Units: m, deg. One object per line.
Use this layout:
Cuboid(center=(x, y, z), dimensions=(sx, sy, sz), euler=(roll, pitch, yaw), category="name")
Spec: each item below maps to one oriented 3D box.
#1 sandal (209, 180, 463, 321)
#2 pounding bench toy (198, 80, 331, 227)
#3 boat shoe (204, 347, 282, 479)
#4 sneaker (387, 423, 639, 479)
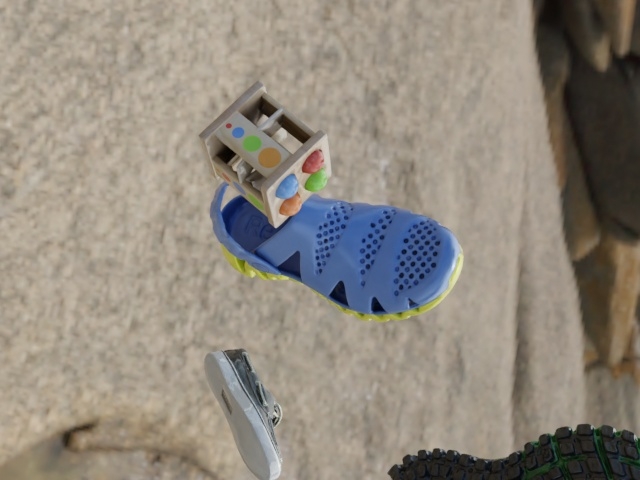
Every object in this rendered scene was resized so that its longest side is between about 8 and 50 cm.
Cuboid(center=(0.000, 0.000, 1.308), dimensions=(0.138, 0.317, 0.126), euler=(46, 58, -56), category="sandal")
Cuboid(center=(-0.029, -0.043, 0.751), dimensions=(0.052, 0.065, 0.083), euler=(-45, 160, -15), category="pounding bench toy")
Cuboid(center=(-0.092, 0.237, 1.696), dimensions=(0.070, 0.219, 0.078), euler=(-9, 141, -27), category="boat shoe")
Cuboid(center=(0.239, 0.281, 1.278), dimensions=(0.146, 0.343, 0.134), euler=(42, 50, -44), category="sneaker")
